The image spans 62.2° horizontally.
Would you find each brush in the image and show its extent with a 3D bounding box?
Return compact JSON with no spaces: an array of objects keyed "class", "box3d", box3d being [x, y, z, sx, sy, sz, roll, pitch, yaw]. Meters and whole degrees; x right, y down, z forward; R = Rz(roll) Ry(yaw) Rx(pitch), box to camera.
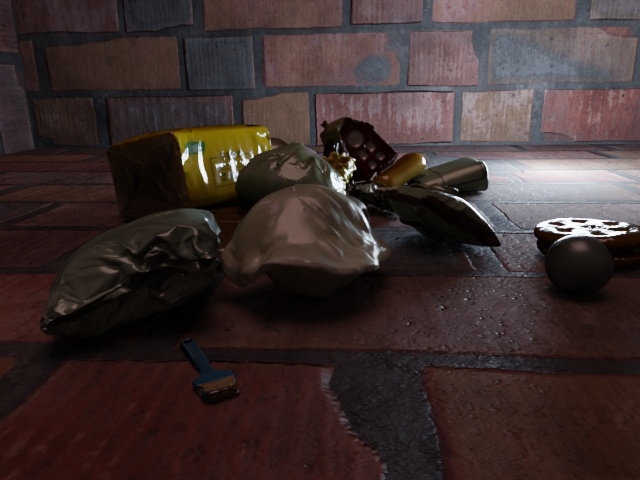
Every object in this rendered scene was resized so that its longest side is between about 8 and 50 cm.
[{"class":"brush","box3d":[-0.149,0.159,0.675,0.051,0.014,0.164,-9,17,-29]}]

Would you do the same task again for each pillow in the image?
[{"class":"pillow","box3d":[-0.293,0.043,0.849,0.283,0.138,0.310,-21,16,-8]}]

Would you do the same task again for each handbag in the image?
[{"class":"handbag","box3d":[0.399,-0.198,1.824,0.315,0.109,0.241,-15,15,0]},{"class":"handbag","box3d":[0.269,-0.063,1.205,0.213,0.127,0.235,23,8,-19]}]

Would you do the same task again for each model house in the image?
[{"class":"model house","box3d":[0.111,-0.326,1.844,0.160,0.254,0.196,-50,15,-7]}]

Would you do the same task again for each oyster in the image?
[{"class":"oyster","box3d":[0.187,-0.129,1.543,0.214,0.083,0.223,15,17,36]}]

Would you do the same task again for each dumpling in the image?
[{"class":"dumpling","box3d":[0.000,0.000,0.896,0.318,0.187,0.243,-8,12,-25]}]

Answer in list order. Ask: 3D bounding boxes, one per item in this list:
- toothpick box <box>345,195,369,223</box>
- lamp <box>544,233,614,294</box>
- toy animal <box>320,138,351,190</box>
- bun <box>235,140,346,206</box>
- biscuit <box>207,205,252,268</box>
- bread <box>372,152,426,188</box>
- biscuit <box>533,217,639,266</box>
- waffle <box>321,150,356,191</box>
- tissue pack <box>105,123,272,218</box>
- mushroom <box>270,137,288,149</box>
[{"class":"toothpick box","box3d":[0.041,-0.029,1.144,0.111,0.111,0.181,3,15,13]},{"class":"lamp","box3d":[0.435,0.040,0.894,0.105,0.105,0.105,-1,16,0]},{"class":"toy animal","box3d":[0.014,-0.236,1.739,0.116,0.180,0.218,-15,27,-39]},{"class":"bun","box3d":[-0.062,-0.154,1.344,0.293,0.187,0.293,15,1,0]},{"class":"biscuit","box3d":[-0.240,-0.019,1.221,0.358,0.074,0.381,3,19,8]},{"class":"bread","box3d":[0.258,-0.222,1.764,0.092,0.074,0.239,8,35,42]},{"class":"biscuit","box3d":[0.556,0.001,1.095,0.220,0.066,0.220,-2,13,1]},{"class":"waffle","box3d":[-0.006,-0.197,1.626,0.229,0.057,0.219,-6,38,31]},{"class":"tissue pack","box3d":[-0.356,-0.203,1.514,0.293,0.228,0.382,-3,12,34]},{"class":"mushroom","box3d":[-0.156,-0.226,1.762,0.207,0.207,0.215,12,-13,37]}]
